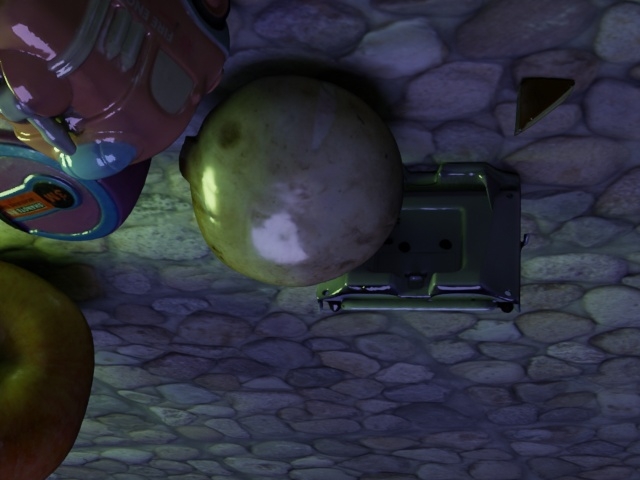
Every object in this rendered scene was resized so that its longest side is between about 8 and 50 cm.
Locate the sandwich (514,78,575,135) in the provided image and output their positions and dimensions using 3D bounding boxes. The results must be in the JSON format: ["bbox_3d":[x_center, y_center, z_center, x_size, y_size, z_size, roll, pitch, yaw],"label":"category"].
[{"bbox_3d":[0.229,-0.151,1.184,0.083,0.044,0.031,-35,160,-14],"label":"sandwich"}]

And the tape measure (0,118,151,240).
[{"bbox_3d":[-0.317,-0.111,1.260,0.231,0.149,0.245,-15,138,38],"label":"tape measure"}]

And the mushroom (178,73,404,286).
[{"bbox_3d":[-0.033,-0.069,1.229,0.255,0.184,0.255,4,119,8],"label":"mushroom"}]

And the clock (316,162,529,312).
[{"bbox_3d":[0.123,0.000,1.328,0.253,0.186,0.083,-1,146,11],"label":"clock"}]

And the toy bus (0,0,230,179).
[{"bbox_3d":[-0.219,-0.183,1.015,0.194,0.232,0.287,-14,144,27],"label":"toy bus"}]

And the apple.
[{"bbox_3d":[-0.526,0.209,1.633,0.391,0.391,0.346,16,151,-18],"label":"apple"}]
